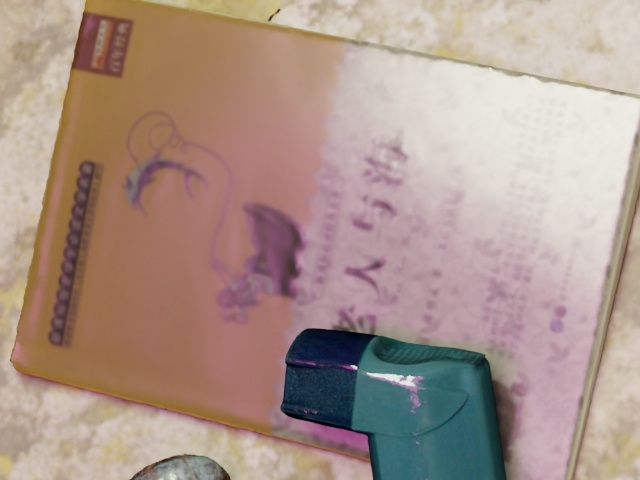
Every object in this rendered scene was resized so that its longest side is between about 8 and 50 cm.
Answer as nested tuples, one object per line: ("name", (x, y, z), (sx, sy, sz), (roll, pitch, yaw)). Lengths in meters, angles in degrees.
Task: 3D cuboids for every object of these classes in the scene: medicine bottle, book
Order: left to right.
("book", (0.000, 0.000, 1.160), (0.389, 0.032, 0.269), (12, 92, 15))
("medicine bottle", (0.058, 0.174, 1.093), (0.124, 0.079, 0.258), (-9, 96, 15))

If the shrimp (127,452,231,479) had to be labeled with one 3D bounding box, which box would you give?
("shrimp", (-0.146, 0.225, 1.168), (0.233, 0.079, 0.090), (-48, 41, 10))
